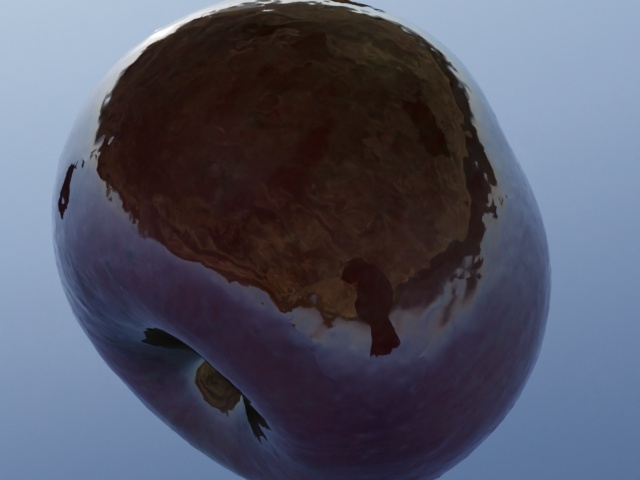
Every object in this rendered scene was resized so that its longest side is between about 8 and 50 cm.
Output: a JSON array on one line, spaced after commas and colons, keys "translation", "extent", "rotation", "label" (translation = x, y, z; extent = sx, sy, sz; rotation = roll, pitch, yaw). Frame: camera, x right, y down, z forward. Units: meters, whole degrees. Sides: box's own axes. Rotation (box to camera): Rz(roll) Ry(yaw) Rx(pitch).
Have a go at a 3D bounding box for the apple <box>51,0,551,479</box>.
[{"translation": [0.000, 0.000, 0.731], "extent": [0.344, 0.345, 0.269], "rotation": [24, -121, 30], "label": "apple"}]
